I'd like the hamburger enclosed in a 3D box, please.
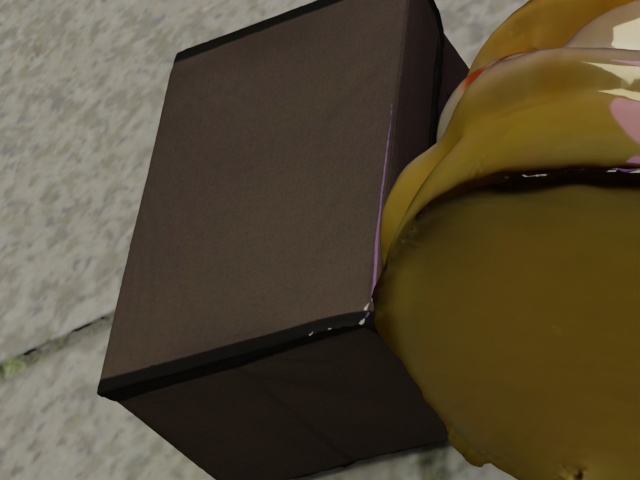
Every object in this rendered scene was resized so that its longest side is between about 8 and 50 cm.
[{"bbox_3d":[0.174,-0.014,0.763,0.276,0.276,0.237,-7,43,34],"label":"hamburger"}]

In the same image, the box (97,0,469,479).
[{"bbox_3d":[0.000,0.000,0.960,0.188,0.153,0.252,-16,49,26],"label":"box"}]
